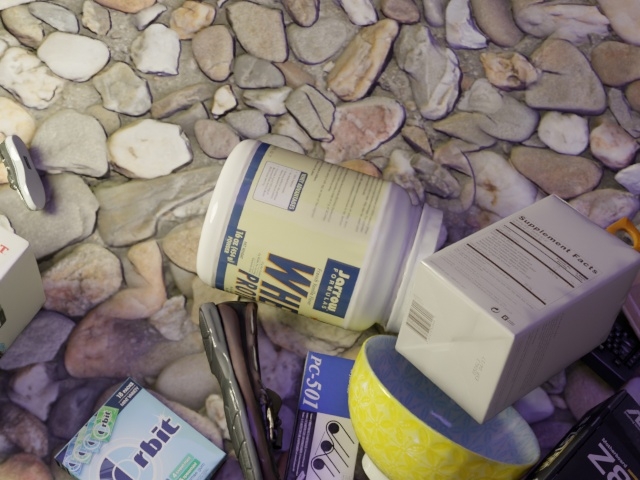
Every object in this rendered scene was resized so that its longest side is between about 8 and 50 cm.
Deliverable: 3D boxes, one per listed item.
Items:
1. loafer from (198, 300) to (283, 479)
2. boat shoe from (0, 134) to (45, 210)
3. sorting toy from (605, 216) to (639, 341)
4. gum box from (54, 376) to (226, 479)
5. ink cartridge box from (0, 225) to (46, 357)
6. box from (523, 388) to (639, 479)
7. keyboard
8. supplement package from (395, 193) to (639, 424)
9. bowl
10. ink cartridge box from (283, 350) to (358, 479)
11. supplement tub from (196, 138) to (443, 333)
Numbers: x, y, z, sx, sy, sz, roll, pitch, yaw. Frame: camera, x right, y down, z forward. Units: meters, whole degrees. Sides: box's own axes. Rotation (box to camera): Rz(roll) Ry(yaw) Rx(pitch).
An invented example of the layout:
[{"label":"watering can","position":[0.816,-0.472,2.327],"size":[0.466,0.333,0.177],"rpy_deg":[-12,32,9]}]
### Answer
[{"label":"loafer","position":[-0.097,0.216,1.512],"size":[0.095,0.109,0.302],"rpy_deg":[-12,62,-17]},{"label":"boat shoe","position":[-0.481,-0.103,1.666],"size":[0.040,0.049,0.142],"rpy_deg":[-30,68,15]},{"label":"sorting toy","position":[0.569,0.117,1.676],"size":[0.196,0.047,0.347],"rpy_deg":[-17,68,-23]},{"label":"gum box","position":[-0.254,0.311,1.476],"size":[0.184,0.041,0.157],"rpy_deg":[36,65,13]},{"label":"ink cartridge box","position":[-0.553,0.099,1.461],"size":[0.198,0.197,0.270],"rpy_deg":[29,63,8]},{"label":"box","position":[0.438,0.438,1.376],"size":[0.318,0.097,0.395],"rpy_deg":[-29,77,-46]},{"label":"keyboard","position":[0.361,0.110,1.639],"size":[0.317,0.033,0.201],"rpy_deg":[43,52,15]},{"label":"supplement package","position":[0.280,0.088,1.466],"size":[0.293,0.177,0.175],"rpy_deg":[-24,50,-36]},{"label":"bowl","position":[0.147,0.279,1.460],"size":[0.289,0.289,0.156],"rpy_deg":[33,106,10]},{"label":"ink cartridge box","position":[0.009,0.272,1.526],"size":[0.097,0.046,0.207],"rpy_deg":[11,62,-2]},{"label":"supplement tub","position":[0.000,0.000,1.559],"size":[0.325,0.235,0.235],"rpy_deg":[17,62,2]}]
